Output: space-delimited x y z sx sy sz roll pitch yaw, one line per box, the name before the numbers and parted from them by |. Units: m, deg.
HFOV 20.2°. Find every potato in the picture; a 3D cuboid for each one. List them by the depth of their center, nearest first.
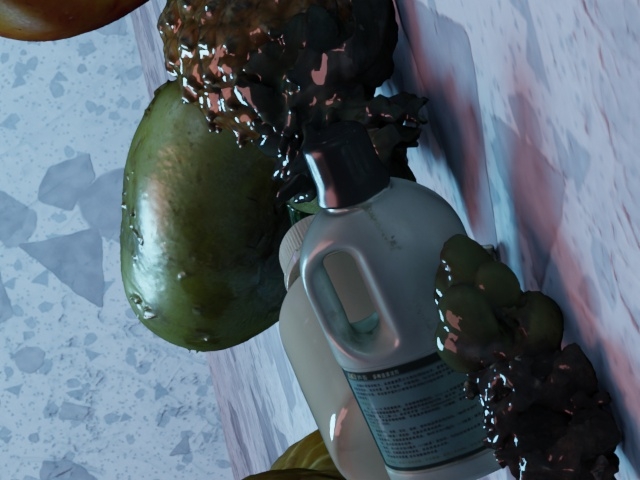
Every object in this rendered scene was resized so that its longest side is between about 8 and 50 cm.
potato | -0.098 -0.028 1.695 0.173 0.210 0.307 35 140 34

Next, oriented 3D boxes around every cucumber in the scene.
cucumber | 0.000 0.000 1.605 0.048 0.048 0.105 -116 12 -53

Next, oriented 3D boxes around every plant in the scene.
plant | 0.107 0.071 0.955 0.085 0.087 0.174 -59 43 35

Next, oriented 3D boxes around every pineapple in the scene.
pineapple | -0.007 -0.107 1.215 0.310 0.141 0.170 52 131 52

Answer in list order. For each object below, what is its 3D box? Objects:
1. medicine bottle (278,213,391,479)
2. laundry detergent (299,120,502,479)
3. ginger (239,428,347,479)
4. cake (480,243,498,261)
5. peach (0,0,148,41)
medicine bottle | 0.030 0.068 1.291 0.252 0.114 0.114 -118 16 -56
laundry detergent | 0.047 0.035 1.043 0.070 0.099 0.226 -85 -27 -66
ginger | -0.029 0.261 1.505 0.152 0.274 0.357 60 -155 5
cake | 0.079 0.031 1.127 0.121 0.052 0.065 89 168 -54
peach | -0.239 -0.349 1.606 0.335 0.310 0.406 -61 18 19
